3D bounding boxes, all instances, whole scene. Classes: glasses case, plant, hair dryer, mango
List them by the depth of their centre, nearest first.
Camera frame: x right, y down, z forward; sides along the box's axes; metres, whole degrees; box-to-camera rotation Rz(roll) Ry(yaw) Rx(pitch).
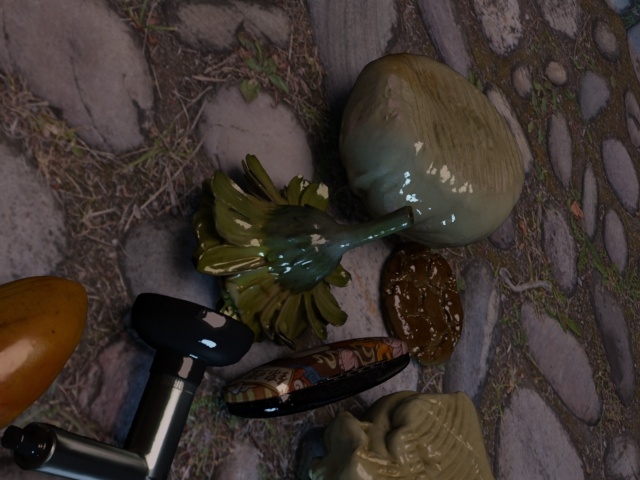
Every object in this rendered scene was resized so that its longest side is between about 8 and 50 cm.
[{"bbox_3d":[-0.346,0.123,0.816,0.252,0.153,0.126,-38,113,-30],"label":"mango"},{"bbox_3d":[-0.195,0.190,0.874,0.155,0.284,0.321,16,63,6],"label":"hair dryer"},{"bbox_3d":[-0.027,0.036,1.132,0.305,0.296,0.261,-5,113,-61],"label":"plant"},{"bbox_3d":[0.003,0.194,1.155,0.320,0.122,0.082,-9,88,-46],"label":"glasses case"}]

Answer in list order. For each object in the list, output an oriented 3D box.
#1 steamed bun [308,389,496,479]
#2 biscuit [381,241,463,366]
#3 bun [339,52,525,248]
[{"bbox_3d":[0.107,0.360,1.163,0.275,0.203,0.289,21,51,-23],"label":"steamed bun"},{"bbox_3d":[0.188,0.112,1.425,0.225,0.042,0.226,16,66,-41],"label":"biscuit"},{"bbox_3d":[0.175,-0.141,1.362,0.365,0.219,0.365,26,45,-30],"label":"bun"}]
